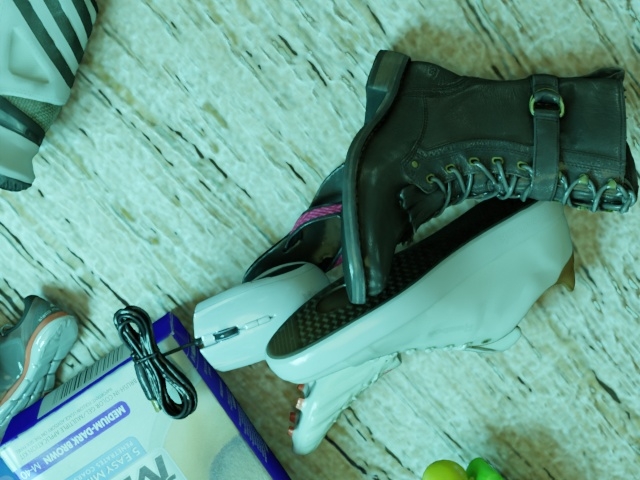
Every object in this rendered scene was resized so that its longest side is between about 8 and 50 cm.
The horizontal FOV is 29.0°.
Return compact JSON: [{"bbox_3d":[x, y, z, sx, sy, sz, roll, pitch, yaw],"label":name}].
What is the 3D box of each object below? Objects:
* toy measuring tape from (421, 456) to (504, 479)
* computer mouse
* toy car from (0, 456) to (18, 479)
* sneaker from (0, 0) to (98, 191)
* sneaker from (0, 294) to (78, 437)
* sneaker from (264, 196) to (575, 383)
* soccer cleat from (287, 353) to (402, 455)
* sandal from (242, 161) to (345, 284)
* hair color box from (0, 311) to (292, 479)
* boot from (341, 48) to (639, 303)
[{"bbox_3d":[0.186,0.332,1.140,0.121,0.121,0.330,-35,108,12],"label":"toy measuring tape"},{"bbox_3d":[-0.070,0.071,1.051,0.193,0.042,0.106,-24,96,-20],"label":"computer mouse"},{"bbox_3d":[-0.420,0.228,1.067,0.219,0.238,0.210,-14,104,26],"label":"toy car"},{"bbox_3d":[-0.381,-0.242,0.971,0.447,0.169,0.257,28,83,-30],"label":"sneaker"},{"bbox_3d":[-0.284,0.117,1.157,0.065,0.061,0.158,40,106,22],"label":"sneaker"},{"bbox_3d":[0.098,0.067,1.040,0.290,0.106,0.123,-27,110,-13],"label":"sneaker"},{"bbox_3d":[0.030,0.115,1.117,0.076,0.068,0.196,23,103,-5],"label":"soccer cleat"},{"bbox_3d":[0.000,0.000,1.099,0.067,0.040,0.179,42,104,-7],"label":"sandal"},{"bbox_3d":[-0.116,0.258,1.128,0.185,0.110,0.339,-34,102,-1],"label":"hair color box"},{"bbox_3d":[0.139,-0.053,0.990,0.229,0.263,0.091,10,149,6],"label":"boot"}]
